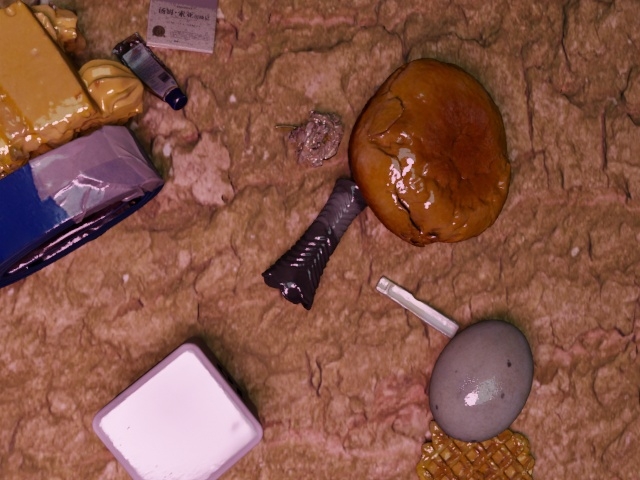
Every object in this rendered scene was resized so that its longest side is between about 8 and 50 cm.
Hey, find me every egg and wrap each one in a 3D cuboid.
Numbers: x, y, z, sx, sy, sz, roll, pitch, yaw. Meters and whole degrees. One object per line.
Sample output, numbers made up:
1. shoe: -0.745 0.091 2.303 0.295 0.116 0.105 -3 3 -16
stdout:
1. egg: 0.291 0.250 1.067 0.169 0.169 0.236 41 67 -3

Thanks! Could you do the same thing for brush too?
1. brush: 0.187 0.128 1.139 0.178 0.030 0.033 34 96 6

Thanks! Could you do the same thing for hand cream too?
1. hand cream: -0.313 -0.312 1.101 0.062 0.039 0.163 -41 86 -10

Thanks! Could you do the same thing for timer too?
1. timer: -0.225 0.290 0.968 0.194 0.195 0.192 -39 91 -12

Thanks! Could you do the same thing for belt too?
1. belt: -0.433 -0.052 0.963 0.346 0.212 0.117 -32 88 -7

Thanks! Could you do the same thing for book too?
1. book: -0.260 -0.447 1.124 0.127 0.014 0.182 5 78 -10

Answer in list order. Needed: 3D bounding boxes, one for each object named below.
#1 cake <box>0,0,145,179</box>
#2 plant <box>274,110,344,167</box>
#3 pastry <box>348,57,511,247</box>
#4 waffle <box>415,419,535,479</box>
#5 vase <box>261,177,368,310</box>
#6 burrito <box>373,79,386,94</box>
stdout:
1. cake: -0.458 -0.238 0.975 0.286 0.222 0.227 -36 93 -11
2. plant: -0.024 -0.201 1.127 0.122 0.105 0.116 26 38 25
3. pastry: 0.210 -0.158 1.074 0.355 0.164 0.356 5 78 -26
4. waffle: 0.293 0.446 1.105 0.237 0.059 0.244 9 82 -9
5. vase: 0.000 0.000 1.088 0.115 0.115 0.237 35 75 -4
6. burrito: 0.144 -0.241 1.163 0.055 0.041 0.149 -18 91 3
